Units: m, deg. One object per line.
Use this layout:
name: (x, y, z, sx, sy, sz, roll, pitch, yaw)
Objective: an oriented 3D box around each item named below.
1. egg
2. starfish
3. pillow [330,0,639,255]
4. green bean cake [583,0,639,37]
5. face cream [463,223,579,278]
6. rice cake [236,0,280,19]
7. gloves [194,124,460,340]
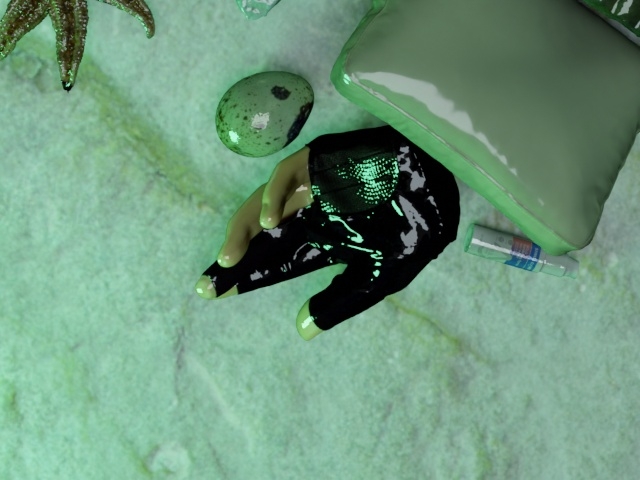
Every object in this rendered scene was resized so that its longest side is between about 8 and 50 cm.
egg: (-0.057, -0.133, 1.885, 0.110, 0.085, 0.085, -25, 109, -7)
starfish: (-0.273, -0.270, 1.844, 0.213, 0.057, 0.238, 3, 109, -8)
pillow: (0.187, -0.166, 1.837, 0.322, 0.120, 0.255, 36, 64, -15)
green bean cake: (0.325, -0.254, 1.813, 0.183, 0.185, 0.094, 28, 99, -14)
face cream: (0.223, 0.015, 1.977, 0.130, 0.034, 0.034, 17, 107, -9)
rice cake: (0.007, -0.317, 1.846, 0.245, 0.045, 0.042, -42, 107, 11)
gloves: (0.005, -0.004, 1.899, 0.301, 0.152, 0.197, -24, 100, 5)
